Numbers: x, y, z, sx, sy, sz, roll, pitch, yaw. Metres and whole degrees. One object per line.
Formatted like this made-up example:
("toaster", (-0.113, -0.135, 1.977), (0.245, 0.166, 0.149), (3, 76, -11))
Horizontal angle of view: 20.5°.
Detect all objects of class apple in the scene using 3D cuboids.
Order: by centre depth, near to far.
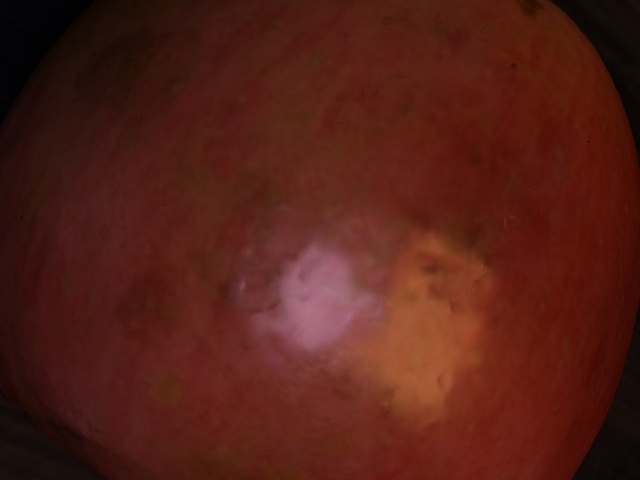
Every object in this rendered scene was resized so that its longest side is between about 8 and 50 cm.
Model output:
("apple", (0.000, 0.000, 0.940), (0.364, 0.364, 0.364), (-20, 124, -33))
